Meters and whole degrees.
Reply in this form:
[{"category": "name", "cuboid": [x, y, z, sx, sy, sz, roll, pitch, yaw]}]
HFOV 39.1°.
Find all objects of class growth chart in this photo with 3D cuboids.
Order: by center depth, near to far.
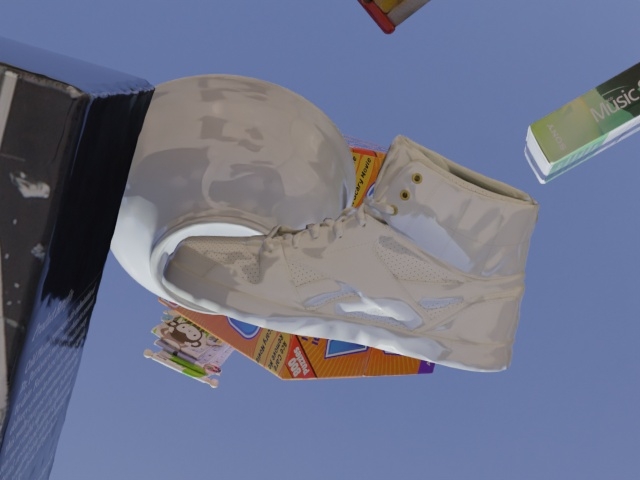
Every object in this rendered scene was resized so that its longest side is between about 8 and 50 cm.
[{"category": "growth chart", "cuboid": [-0.221, 0.168, 1.650, 0.172, 0.021, 0.237, 18, -145, 10]}]

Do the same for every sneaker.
[{"category": "sneaker", "cuboid": [0.024, -0.009, 0.722, 0.292, 0.169, 0.108, 11, -163, 4]}]

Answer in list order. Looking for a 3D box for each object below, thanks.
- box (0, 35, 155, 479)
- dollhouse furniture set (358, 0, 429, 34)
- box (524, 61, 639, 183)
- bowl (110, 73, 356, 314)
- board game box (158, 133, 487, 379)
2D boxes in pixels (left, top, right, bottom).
[{"category": "box", "cuboid": [-0.423, 0.045, 0.646, 0.479, 0.472, 0.297, 16, -172, -6]}, {"category": "dollhouse furniture set", "cuboid": [-0.064, -0.328, 0.701, 0.374, 0.152, 0.201, 47, -156, -21]}, {"category": "box", "cuboid": [0.394, -0.178, 1.061, 0.322, 0.232, 0.058, -31, -98, 8]}, {"category": "bowl", "cuboid": [-0.103, -0.016, 0.953, 0.297, 0.298, 0.134, 8, -136, -13]}, {"category": "board game box", "cuboid": [0.000, 0.000, 1.531, 0.356, 0.356, 0.356, 6, -168, -43]}]
